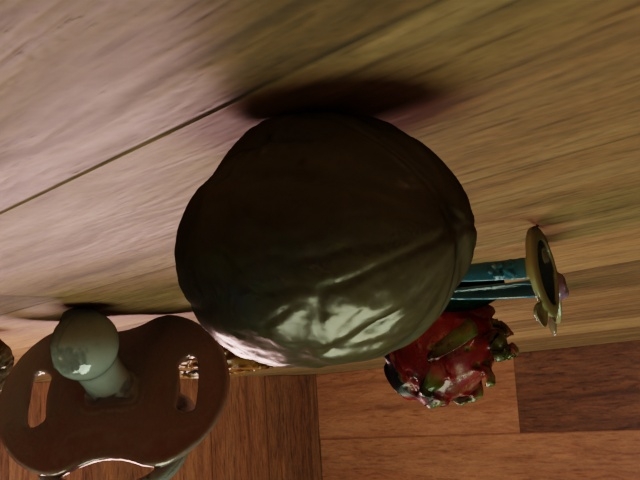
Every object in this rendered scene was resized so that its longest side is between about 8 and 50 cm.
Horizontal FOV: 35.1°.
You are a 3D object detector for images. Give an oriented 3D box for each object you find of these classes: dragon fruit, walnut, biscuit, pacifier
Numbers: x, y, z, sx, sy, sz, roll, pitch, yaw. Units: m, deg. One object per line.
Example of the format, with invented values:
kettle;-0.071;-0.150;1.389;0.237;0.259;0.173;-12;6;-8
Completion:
dragon fruit;0.192;0.164;1.484;0.160;0.166;0.172;41;115;-18
walnut;0.001;0.001;0.529;0.140;0.140;0.162;4;157;-37
biscuit;-0.228;0.236;1.994;0.296;0.075;0.296;-3;170;0
pacifier;-0.291;0.199;1.384;0.332;0.273;0.220;-6;-163;6

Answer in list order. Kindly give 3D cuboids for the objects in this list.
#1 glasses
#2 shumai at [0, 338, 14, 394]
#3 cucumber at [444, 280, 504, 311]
glasses;0.128;0.018;0.963;0.221;0.088;0.190;15;177;18
shumai;-0.587;0.203;1.555;0.209;0.161;0.153;-31;-147;-24
cucumber;0.103;0.058;1.137;0.284;0.056;0.056;-3;171;-31
